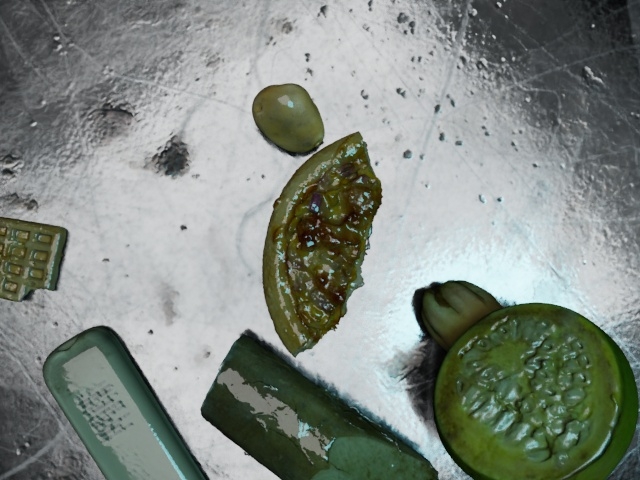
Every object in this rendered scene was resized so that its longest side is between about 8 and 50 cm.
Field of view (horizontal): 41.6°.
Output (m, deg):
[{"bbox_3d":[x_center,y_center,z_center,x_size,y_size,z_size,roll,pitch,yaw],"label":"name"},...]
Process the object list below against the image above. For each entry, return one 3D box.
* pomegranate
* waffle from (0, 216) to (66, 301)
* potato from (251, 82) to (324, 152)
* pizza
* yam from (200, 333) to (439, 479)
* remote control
[{"bbox_3d":[0.195,0.157,0.854,0.241,0.159,0.189,19,78,27],"label":"pomegranate"},{"bbox_3d":[-0.347,0.018,0.901,0.135,0.021,0.092,11,86,0],"label":"waffle"},{"bbox_3d":[-0.033,-0.130,0.897,0.083,0.068,0.062,57,48,-13],"label":"potato"},{"bbox_3d":[0.001,0.000,0.893,0.127,0.058,0.246,27,90,-1],"label":"pizza"},{"bbox_3d":[-0.002,0.208,0.867,0.259,0.106,0.106,35,87,1],"label":"yam"},{"bbox_3d":[-0.185,0.235,0.888,0.090,0.038,0.309,-33,90,-4],"label":"remote control"}]
